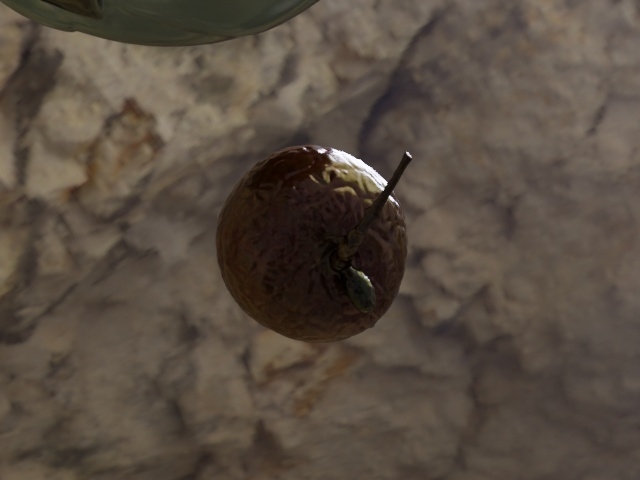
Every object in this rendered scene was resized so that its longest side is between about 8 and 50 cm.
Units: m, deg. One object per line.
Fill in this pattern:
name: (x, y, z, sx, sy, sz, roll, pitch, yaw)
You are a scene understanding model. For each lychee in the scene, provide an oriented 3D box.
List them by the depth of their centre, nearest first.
lychee: (-0.005, -0.001, 0.963, 0.101, 0.140, 0.114, 1, -78, 2)

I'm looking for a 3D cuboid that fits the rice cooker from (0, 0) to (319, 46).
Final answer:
rice cooker: (-0.064, -0.287, 1.008, 0.335, 0.335, 0.325, 48, -148, -10)
